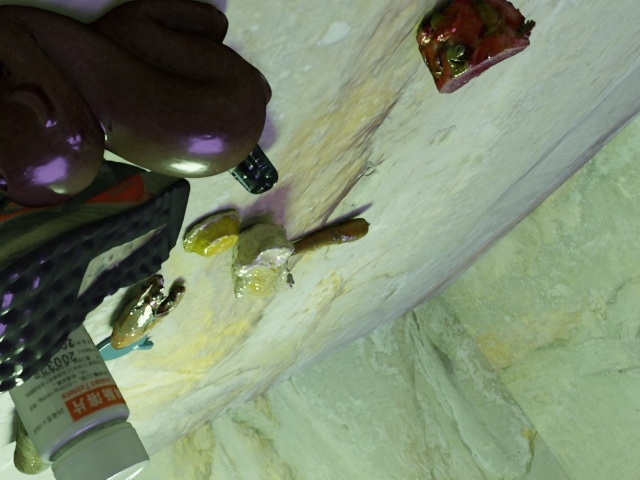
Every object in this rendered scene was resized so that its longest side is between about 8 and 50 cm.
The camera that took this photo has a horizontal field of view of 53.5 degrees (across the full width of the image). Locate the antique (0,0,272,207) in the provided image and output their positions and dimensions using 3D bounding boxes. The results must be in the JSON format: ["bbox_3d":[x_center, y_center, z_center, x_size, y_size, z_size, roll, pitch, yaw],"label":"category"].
[{"bbox_3d":[-0.162,-0.103,0.511,0.256,0.143,0.121,-18,160,-36],"label":"antique"}]

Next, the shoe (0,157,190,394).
[{"bbox_3d":[-0.262,-0.003,0.546,0.336,0.171,0.132,-49,162,-58],"label":"shoe"}]

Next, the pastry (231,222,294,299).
[{"bbox_3d":[-0.108,0.043,1.126,0.121,0.089,0.258,-26,162,-11],"label":"pastry"}]

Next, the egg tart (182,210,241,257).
[{"bbox_3d":[-0.161,-0.005,0.976,0.105,0.039,0.105,-31,162,-11],"label":"egg tart"}]

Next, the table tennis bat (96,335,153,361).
[{"bbox_3d":[-0.369,0.200,1.215,0.100,0.019,0.155,-37,162,11],"label":"table tennis bat"}]

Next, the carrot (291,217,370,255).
[{"bbox_3d":[0.000,0.000,1.294,0.254,0.049,0.049,-18,158,-32],"label":"carrot"}]

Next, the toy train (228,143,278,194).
[{"bbox_3d":[-0.099,-0.108,0.774,0.052,0.051,0.234,-33,167,2],"label":"toy train"}]

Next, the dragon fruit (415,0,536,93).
[{"bbox_3d":[0.180,-0.256,0.803,0.147,0.102,0.096,-38,162,33],"label":"dragon fruit"}]

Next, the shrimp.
[{"bbox_3d":[-0.284,0.111,1.078,0.143,0.052,0.251,-35,175,-40],"label":"shrimp"}]

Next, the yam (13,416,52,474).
[{"bbox_3d":[-0.568,0.397,1.283,0.093,0.093,0.259,-21,160,-36],"label":"yam"}]

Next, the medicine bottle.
[{"bbox_3d":[-0.372,0.260,0.961,0.144,0.252,0.144,-29,162,-10],"label":"medicine bottle"}]
